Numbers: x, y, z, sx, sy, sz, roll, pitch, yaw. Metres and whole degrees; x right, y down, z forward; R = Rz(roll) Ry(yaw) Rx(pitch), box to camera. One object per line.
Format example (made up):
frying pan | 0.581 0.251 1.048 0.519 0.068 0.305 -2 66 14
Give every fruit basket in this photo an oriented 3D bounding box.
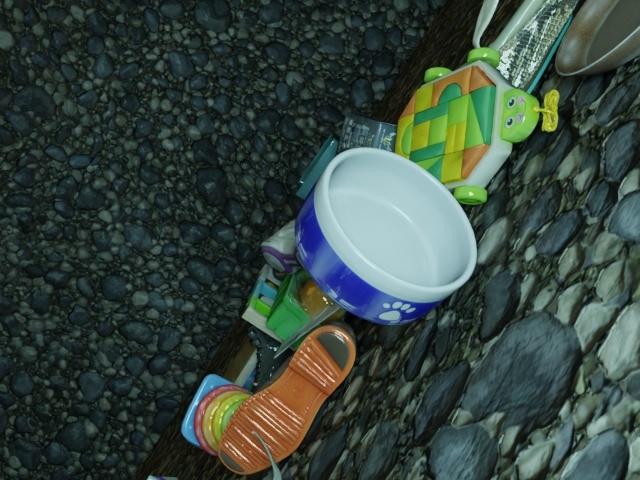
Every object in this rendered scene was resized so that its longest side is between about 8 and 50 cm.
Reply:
fruit basket | 0.053 0.083 1.442 0.353 0.165 0.327 -36 16 21

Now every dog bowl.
dog bowl | 0.098 -0.009 0.997 0.104 0.265 0.265 -52 9 43

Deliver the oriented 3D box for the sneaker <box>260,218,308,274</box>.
sneaker | 0.000 0.000 1.325 0.152 0.114 0.305 -46 30 -22

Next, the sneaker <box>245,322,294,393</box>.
sneaker | -0.146 0.291 1.648 0.296 0.147 0.104 -59 11 -10

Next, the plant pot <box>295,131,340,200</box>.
plant pot | 0.081 -0.134 1.662 0.166 0.234 0.165 -55 9 13

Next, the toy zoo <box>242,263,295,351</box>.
toy zoo | -0.078 0.158 1.610 0.030 0.192 0.293 -53 8 21

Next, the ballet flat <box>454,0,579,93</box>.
ballet flat | 0.415 -0.457 1.180 0.483 0.182 0.164 -53 8 19

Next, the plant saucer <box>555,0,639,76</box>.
plant saucer | 0.469 -0.359 0.956 0.310 0.050 0.310 -55 8 11

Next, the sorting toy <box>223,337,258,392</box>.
sorting toy | -0.163 0.320 1.827 0.255 0.089 0.257 -57 9 -3

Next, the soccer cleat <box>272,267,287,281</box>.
soccer cleat | -0.001 0.032 1.728 0.108 0.116 0.318 11 39 36

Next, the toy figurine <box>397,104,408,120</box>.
toy figurine | 0.234 -0.201 1.411 0.213 0.148 0.209 -57 14 -21

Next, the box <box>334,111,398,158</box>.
box | 0.083 -0.144 1.394 0.183 0.059 0.233 -140 62 -65

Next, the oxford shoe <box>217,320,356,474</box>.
oxford shoe | -0.053 0.300 1.259 0.364 0.130 0.133 -47 -3 12

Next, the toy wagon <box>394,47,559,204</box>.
toy wagon | 0.251 -0.194 1.133 0.344 0.068 0.267 -9 72 60

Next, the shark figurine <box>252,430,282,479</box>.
shark figurine | -0.126 0.436 1.052 0.166 0.116 0.278 -14 29 46

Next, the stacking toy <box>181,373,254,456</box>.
stacking toy | -0.161 0.400 1.426 0.302 0.175 0.166 -12 50 58

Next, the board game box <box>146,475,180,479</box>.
board game box | -0.338 0.630 1.310 0.275 0.142 0.144 -58 -21 -12
